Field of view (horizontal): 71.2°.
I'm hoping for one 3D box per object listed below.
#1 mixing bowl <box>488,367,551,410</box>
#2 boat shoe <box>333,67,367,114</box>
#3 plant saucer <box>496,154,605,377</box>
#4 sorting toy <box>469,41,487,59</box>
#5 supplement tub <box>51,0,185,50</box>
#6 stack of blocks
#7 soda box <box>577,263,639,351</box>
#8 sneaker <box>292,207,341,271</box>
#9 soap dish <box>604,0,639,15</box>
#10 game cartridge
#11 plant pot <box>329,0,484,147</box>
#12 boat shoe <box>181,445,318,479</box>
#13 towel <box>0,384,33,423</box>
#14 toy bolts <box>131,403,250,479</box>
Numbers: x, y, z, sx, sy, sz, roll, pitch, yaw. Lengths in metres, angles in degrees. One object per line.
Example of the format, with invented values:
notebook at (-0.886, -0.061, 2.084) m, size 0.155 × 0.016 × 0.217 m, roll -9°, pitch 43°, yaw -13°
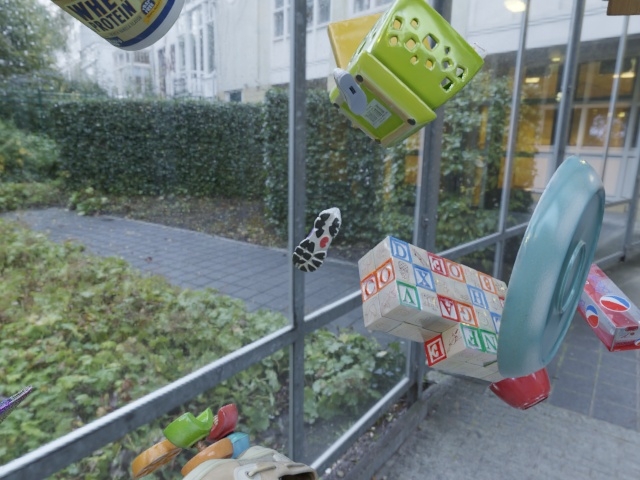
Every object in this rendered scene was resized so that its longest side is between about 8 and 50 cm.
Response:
mixing bowl at (0.602, 0.435, 1.317) m, size 0.182 × 0.181 × 0.098 m, roll -6°, pitch 51°, yaw -28°
boat shoe at (0.049, -0.259, 0.774) m, size 0.035 × 0.035 × 0.100 m, roll 54°, pitch 8°, yaw 35°
plant saucer at (0.325, 0.045, 0.609) m, size 0.044 × 0.317 × 0.318 m, roll 18°, pitch 21°, yaw 37°
sorting toy at (0.377, -0.470, 1.124) m, size 0.075 × 0.044 × 0.083 m, roll -34°, pitch 67°, yaw -16°
supplement tub at (-0.439, -0.540, 0.841) m, size 0.229 × 0.228 × 0.316 m, roll 8°, pitch -8°, yaw 27°
stack of blocks at (0.213, 0.125, 0.764) m, size 0.297 × 0.087 × 0.171 m, roll 20°, pitch 46°, yaw -27°
soda box at (0.741, 0.169, 1.177) m, size 0.092 × 0.083 × 0.263 m, roll -6°, pitch 29°, yaw 4°
sneaker at (0.000, 0.000, 0.997) m, size 0.068 × 0.169 × 0.071 m, roll 36°, pitch 22°, yaw 1°
soap dish at (0.669, -0.595, 0.863) m, size 0.118 × 0.228 × 0.291 m, roll 41°, pitch 17°, yaw 22°
game cartridge at (0.194, -0.515, 1.327) m, size 0.286 × 0.323 × 0.052 m, roll -14°, pitch -5°, yaw -6°
plant pot at (0.164, -0.342, 0.963) m, size 0.227 × 0.207 × 0.228 m, roll 39°, pitch -17°, yaw -11°
boat shoe at (-0.088, 0.337, 0.558) m, size 0.110 × 0.121 × 0.341 m, roll 3°, pitch -8°, yaw 16°
towel at (-0.308, 0.168, 0.410) m, size 0.009 × 0.060 × 0.083 m, roll 45°, pitch 2°, yaw -3°
toy bolts at (-0.236, 0.458, 0.915) m, size 0.158 × 0.218 × 0.228 m, roll 52°, pitch 10°, yaw 22°
